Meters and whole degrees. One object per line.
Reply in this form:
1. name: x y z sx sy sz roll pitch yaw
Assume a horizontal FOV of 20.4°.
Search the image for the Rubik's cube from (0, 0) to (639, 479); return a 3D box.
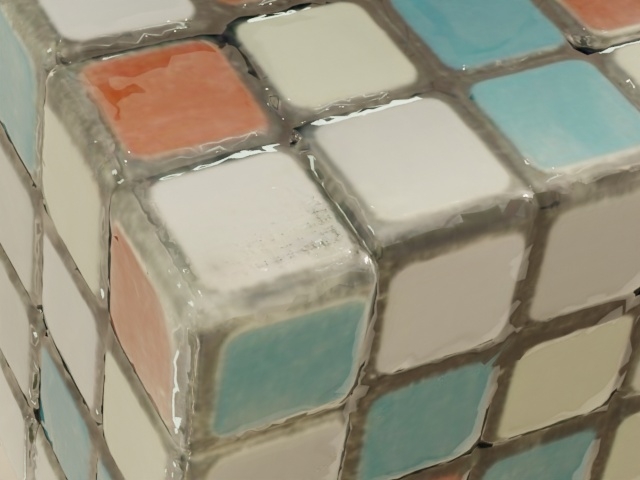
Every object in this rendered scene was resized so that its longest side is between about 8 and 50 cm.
1. Rubik's cube: 0.001 0.000 0.718 0.253 0.256 0.259 -14 -43 -25
